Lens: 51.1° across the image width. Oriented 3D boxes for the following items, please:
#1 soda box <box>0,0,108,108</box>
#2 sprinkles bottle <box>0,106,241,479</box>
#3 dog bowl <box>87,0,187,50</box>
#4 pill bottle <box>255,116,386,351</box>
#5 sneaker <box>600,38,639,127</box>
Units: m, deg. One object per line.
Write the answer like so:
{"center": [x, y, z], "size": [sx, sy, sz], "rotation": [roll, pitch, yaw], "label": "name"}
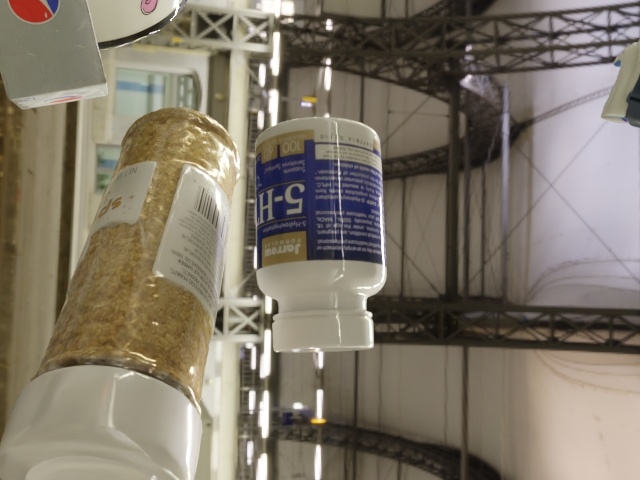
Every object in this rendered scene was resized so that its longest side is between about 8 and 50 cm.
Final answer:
{"center": [-0.296, -0.284, 0.674], "size": [0.091, 0.098, 0.286], "rotation": [-164, -119, -73], "label": "soda box"}
{"center": [-0.138, 0.033, 0.540], "size": [0.355, 0.121, 0.121], "rotation": [-89, -168, -48], "label": "sprinkles bottle"}
{"center": [-0.374, -0.445, 0.908], "size": [0.150, 0.408, 0.408], "rotation": [113, -25, -51], "label": "dog bowl"}
{"center": [0.000, 0.000, 0.574], "size": [0.112, 0.112, 0.186], "rotation": [141, -52, -70], "label": "pill bottle"}
{"center": [0.591, -0.188, 1.103], "size": [0.236, 0.130, 0.322], "rotation": [-5, -83, 51], "label": "sneaker"}
